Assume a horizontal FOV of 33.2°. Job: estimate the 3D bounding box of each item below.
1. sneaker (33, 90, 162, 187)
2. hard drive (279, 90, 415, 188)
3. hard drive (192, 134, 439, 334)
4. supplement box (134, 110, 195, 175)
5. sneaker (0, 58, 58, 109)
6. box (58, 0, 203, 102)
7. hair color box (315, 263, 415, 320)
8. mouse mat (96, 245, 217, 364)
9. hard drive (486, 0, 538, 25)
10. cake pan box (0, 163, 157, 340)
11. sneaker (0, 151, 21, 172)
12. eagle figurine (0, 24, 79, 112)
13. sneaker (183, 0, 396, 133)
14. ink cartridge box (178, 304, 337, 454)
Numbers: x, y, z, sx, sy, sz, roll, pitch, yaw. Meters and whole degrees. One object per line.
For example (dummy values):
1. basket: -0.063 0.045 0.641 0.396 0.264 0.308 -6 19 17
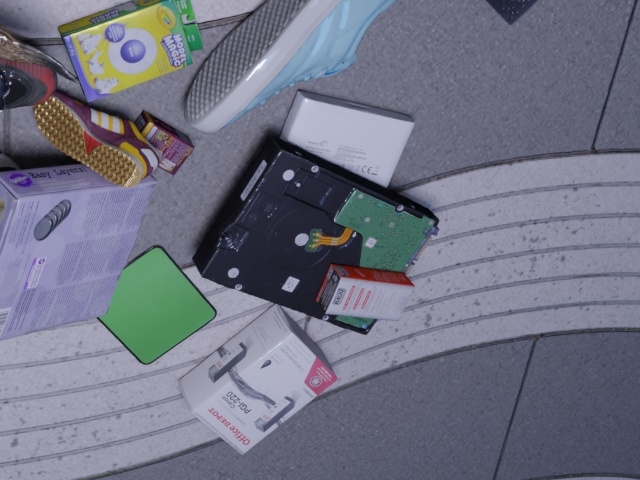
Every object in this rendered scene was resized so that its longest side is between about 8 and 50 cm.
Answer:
1. sneaker: -0.304 -0.147 1.464 0.185 0.084 0.069 39 125 0
2. hard drive: 0.003 -0.073 1.692 0.203 0.040 0.307 9 117 -30
3. hard drive: 0.000 0.000 1.673 0.339 0.064 0.237 22 110 -34
4. supplement box: -0.231 -0.139 1.535 0.083 0.043 0.055 30 105 -36
5. sneaker: -0.459 -0.194 1.327 0.276 0.135 0.097 4 125 -28
6. box: -0.248 -0.266 1.444 0.179 0.043 0.105 -24 129 -11
7. hair color box: 0.071 0.083 1.694 0.141 0.043 0.072 8 117 -31
8. mouse mat: -0.269 0.106 1.704 0.153 0.007 0.189 -35 128 -1
9. hard drive: 0.315 -0.461 1.574 0.172 0.054 0.254 34 103 -37
10. cake pan box: -0.370 0.018 1.487 0.246 0.070 0.267 -12 135 -49
11. sneaker: -0.458 -0.077 1.397 0.094 0.153 0.235 -35 130 0
12. eagle figurine: -0.439 -0.263 1.211 0.226 0.225 0.298 -29 110 -14
13. sneaker: -0.024 -0.262 1.495 0.366 0.135 0.150 -43 126 7
14. ink cartridge box: -0.106 0.237 1.816 0.218 0.092 0.158 -38 129 4
